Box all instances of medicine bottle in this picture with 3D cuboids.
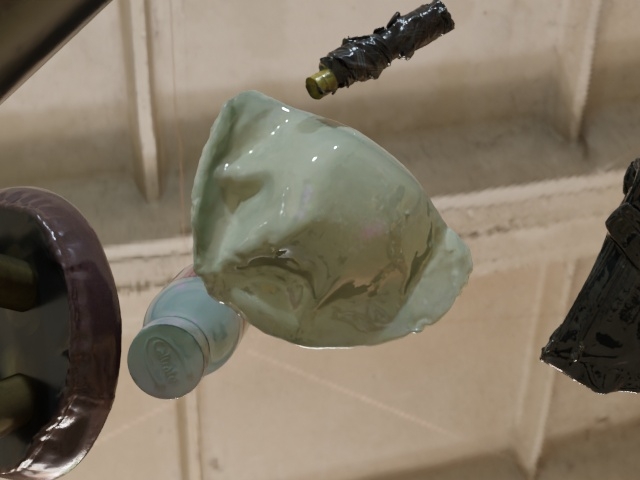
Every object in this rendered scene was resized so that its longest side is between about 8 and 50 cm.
[{"bbox_3d":[-0.118,0.081,1.078,0.090,0.216,0.090,1,-79,6],"label":"medicine bottle"}]

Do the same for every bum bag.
[{"bbox_3d":[0.327,0.041,1.213,0.123,0.060,0.248,23,-74,-6],"label":"bum bag"}]

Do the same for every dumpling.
[{"bbox_3d":[0.000,0.000,0.952,0.252,0.179,0.131,34,-25,-14],"label":"dumpling"}]

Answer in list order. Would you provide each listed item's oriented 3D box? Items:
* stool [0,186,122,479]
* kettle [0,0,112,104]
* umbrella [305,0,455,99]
[{"bbox_3d":[-0.317,0.085,1.013,0.178,0.272,0.272,1,-48,-48],"label":"stool"},{"bbox_3d":[-0.228,-0.126,0.483,0.308,0.203,0.262,-51,-18,-20],"label":"kettle"},{"bbox_3d":[0.047,-0.157,0.955,0.144,0.040,0.037,-32,-34,-24],"label":"umbrella"}]
